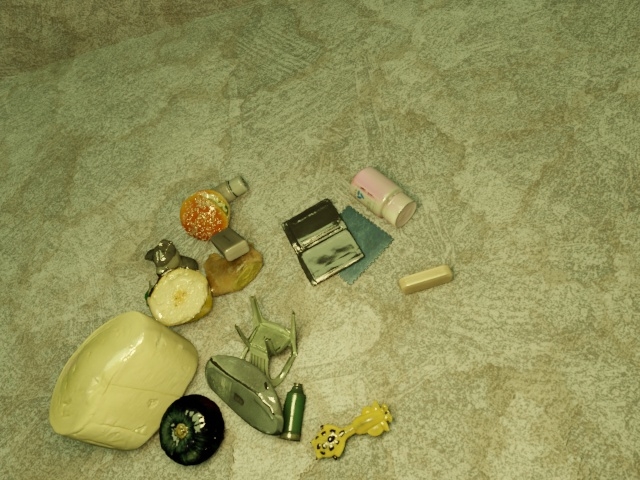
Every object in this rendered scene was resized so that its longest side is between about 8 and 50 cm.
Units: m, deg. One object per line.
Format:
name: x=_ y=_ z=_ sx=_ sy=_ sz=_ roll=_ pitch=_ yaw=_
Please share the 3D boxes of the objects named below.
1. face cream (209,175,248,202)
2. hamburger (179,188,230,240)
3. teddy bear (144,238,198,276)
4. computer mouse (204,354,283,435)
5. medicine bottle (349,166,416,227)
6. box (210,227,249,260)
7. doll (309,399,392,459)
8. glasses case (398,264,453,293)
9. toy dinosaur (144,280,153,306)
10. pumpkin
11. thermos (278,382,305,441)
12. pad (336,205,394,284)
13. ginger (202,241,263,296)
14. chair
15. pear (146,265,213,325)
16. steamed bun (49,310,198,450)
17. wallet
face cream: x=-0.483 y=-0.193 z=2.056 sx=0.315 sy=0.089 sz=0.143 roll=-26 pitch=61 yaw=10
hamburger: x=-0.501 y=-0.108 z=1.950 sx=0.237 sy=0.147 sz=0.236 roll=0 pitch=97 yaw=3
teddy bear: x=-0.639 y=0.101 z=1.870 sx=0.171 sy=0.251 sz=0.144 roll=-3 pitch=61 yaw=29
computer mouse: x=-0.247 y=0.521 z=1.562 sx=0.374 sy=0.203 sz=0.114 roll=32 pitch=34 yaw=24
medicine bottle: x=0.252 y=-0.175 z=1.813 sx=0.152 sy=0.152 sz=0.254 roll=-42 pitch=62 yaw=-8
box: x=-0.369 y=0.012 z=1.819 sx=0.103 sy=0.055 sz=0.244 roll=-30 pitch=26 yaw=-17
doll: x=0.101 y=0.628 z=1.484 sx=0.291 sy=0.086 sz=0.117 roll=-29 pitch=65 yaw=2
glasses case: x=0.387 y=0.145 z=1.653 sx=0.197 sy=0.083 sz=0.050 roll=-17 pitch=62 yaw=4
toy dinosaur: x=-0.742 y=0.226 z=1.942 sx=0.061 sy=0.029 sz=0.119 roll=-33 pitch=60 yaw=10
pumpkin: x=-0.446 y=0.658 z=1.565 sx=0.233 sy=0.163 sz=0.232 roll=-4 pitch=68 yaw=11
thermos: x=-0.093 y=0.596 z=1.565 sx=0.073 sy=0.083 sz=0.187 roll=11 pitch=64 yaw=-4
pad: x=0.119 y=0.013 z=1.831 sx=0.269 sy=0.012 sz=0.269 roll=38 pitch=78 yaw=27
ginger: x=-0.369 y=0.108 z=1.846 sx=0.221 sy=0.130 sz=0.275 roll=27 pitch=69 yaw=32
chair: x=-0.205 y=0.379 z=1.634 sx=0.204 sy=0.274 sz=0.190 roll=16 pitch=45 yaw=23
pear: x=-0.534 y=0.251 z=1.781 sx=0.267 sy=0.178 sz=0.266 roll=-6 pitch=56 yaw=9
steamed bun: x=-0.706 y=0.485 z=1.603 sx=0.290 sy=0.371 sz=0.455 roll=24 pitch=72 yaw=41
wallet: x=0.000 y=0.000 z=1.839 sx=0.247 sy=0.041 sz=0.322 roll=-30 pitch=64 yaw=0
